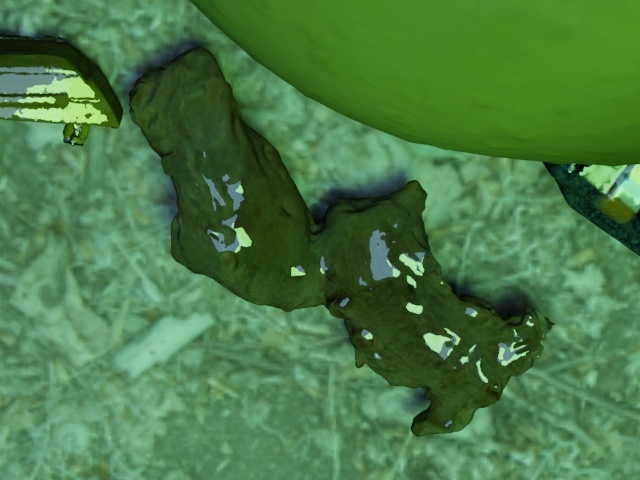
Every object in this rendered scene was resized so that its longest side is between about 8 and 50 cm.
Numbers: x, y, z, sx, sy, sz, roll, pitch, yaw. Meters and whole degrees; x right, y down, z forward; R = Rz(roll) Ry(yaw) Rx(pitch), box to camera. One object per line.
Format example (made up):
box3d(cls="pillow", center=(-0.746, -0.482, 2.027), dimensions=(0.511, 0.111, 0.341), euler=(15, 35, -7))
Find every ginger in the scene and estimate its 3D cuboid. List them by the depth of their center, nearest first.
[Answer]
box3d(cls="ginger", center=(0.002, 0.002, 1.015), dimensions=(0.290, 0.084, 0.122), euler=(38, 109, -9))

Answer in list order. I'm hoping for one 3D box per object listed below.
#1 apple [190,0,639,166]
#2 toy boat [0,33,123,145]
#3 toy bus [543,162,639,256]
box3d(cls="apple", center=(0.114, -0.241, 0.650), dimensions=(0.474, 0.473, 0.473), euler=(0, 106, 1))
box3d(cls="toy boat", center=(-0.230, -0.075, 1.009), dimensions=(0.226, 0.068, 0.088), euler=(1, 111, -3))
box3d(cls="toy bus", center=(0.285, -0.040, 0.963), dimensions=(0.323, 0.162, 0.194), euler=(33, 105, -10))
